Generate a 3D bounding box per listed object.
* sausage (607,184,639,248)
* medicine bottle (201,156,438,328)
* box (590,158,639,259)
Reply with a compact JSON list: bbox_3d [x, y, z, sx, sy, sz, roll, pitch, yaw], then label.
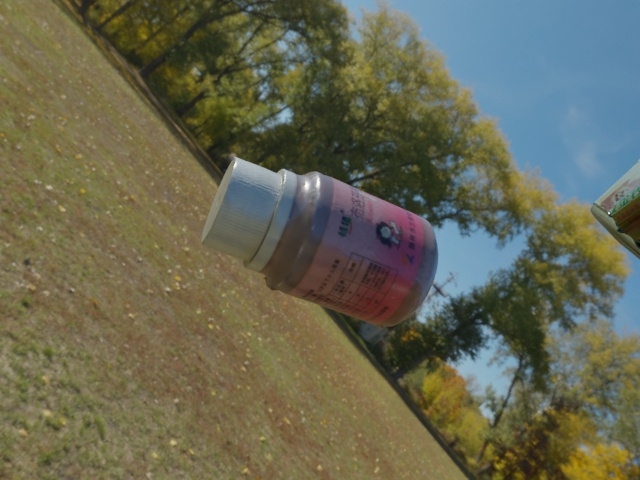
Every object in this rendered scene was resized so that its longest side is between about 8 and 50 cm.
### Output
[{"bbox_3d":[0.476,-0.117,0.522,0.082,0.082,0.371,49,-42,12],"label":"sausage"},{"bbox_3d":[0.000,0.000,0.569,0.247,0.147,0.147,22,7,-18],"label":"medicine bottle"},{"bbox_3d":[0.671,-0.045,0.970,0.175,0.182,0.312,42,19,-10],"label":"box"}]
